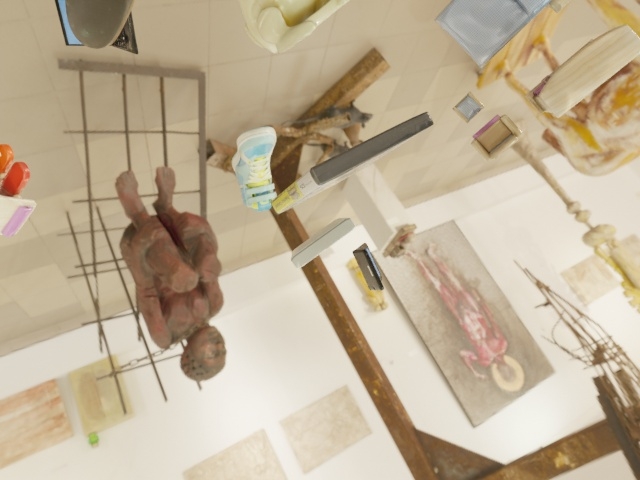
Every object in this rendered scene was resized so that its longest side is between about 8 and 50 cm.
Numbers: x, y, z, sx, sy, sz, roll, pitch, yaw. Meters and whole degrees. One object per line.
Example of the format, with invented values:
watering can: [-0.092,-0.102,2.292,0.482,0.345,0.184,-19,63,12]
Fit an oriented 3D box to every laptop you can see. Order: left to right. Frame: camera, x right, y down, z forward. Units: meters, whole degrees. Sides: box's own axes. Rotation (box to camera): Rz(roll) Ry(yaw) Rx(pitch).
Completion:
laptop: [-0.776,-0.778,1.559,0.136,0.264,0.234,-33,139,-40]

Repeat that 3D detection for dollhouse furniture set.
dollhouse furniture set: [0.297,-0.333,0.753,0.286,0.303,0.198,-42,180,25]

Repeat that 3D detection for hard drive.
hard drive: [0.000,0.000,1.603,0.233,0.047,0.353,-36,-176,-1]

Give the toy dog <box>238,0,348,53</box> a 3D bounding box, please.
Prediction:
toy dog: [-0.148,-0.756,1.238,0.284,0.408,0.395,-44,-154,-17]

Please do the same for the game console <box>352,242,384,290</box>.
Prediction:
game console: [0.146,0.069,1.245,0.071,0.122,0.107,-28,-174,-21]

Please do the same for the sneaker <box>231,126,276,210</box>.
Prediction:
sneaker: [-0.185,-0.208,1.406,0.127,0.208,0.319,-14,173,-18]

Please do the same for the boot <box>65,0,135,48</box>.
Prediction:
boot: [-0.330,-0.467,0.744,0.115,0.112,0.305,-95,-155,-72]

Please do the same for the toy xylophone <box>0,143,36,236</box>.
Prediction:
toy xylophone: [-0.658,-0.169,0.864,0.236,0.322,0.081,-29,175,28]

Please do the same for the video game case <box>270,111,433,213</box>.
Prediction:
video game case: [0.053,-0.148,0.904,0.275,0.035,0.248,-30,-177,-23]
